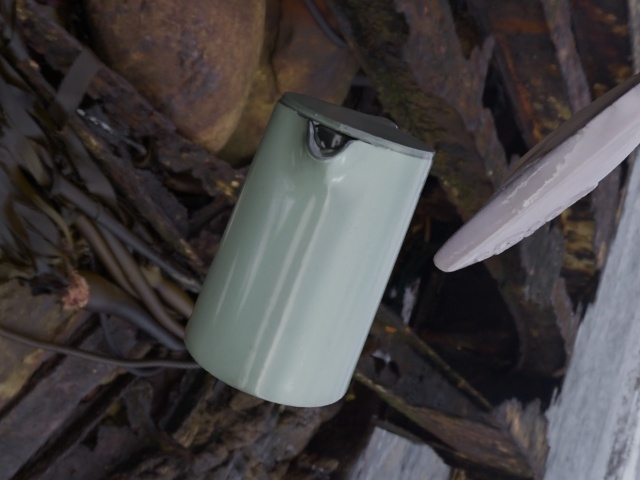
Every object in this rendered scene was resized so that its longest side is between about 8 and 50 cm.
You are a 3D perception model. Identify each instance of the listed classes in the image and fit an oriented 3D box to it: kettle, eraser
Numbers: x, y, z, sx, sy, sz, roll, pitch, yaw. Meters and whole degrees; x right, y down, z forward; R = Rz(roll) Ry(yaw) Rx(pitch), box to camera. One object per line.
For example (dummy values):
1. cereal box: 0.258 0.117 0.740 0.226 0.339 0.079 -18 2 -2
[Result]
1. kettle: 0.003 0.002 0.383 0.127 0.098 0.148 6 111 -46
2. eraser: 0.230 -0.069 0.641 0.243 0.059 0.204 -42 178 43
